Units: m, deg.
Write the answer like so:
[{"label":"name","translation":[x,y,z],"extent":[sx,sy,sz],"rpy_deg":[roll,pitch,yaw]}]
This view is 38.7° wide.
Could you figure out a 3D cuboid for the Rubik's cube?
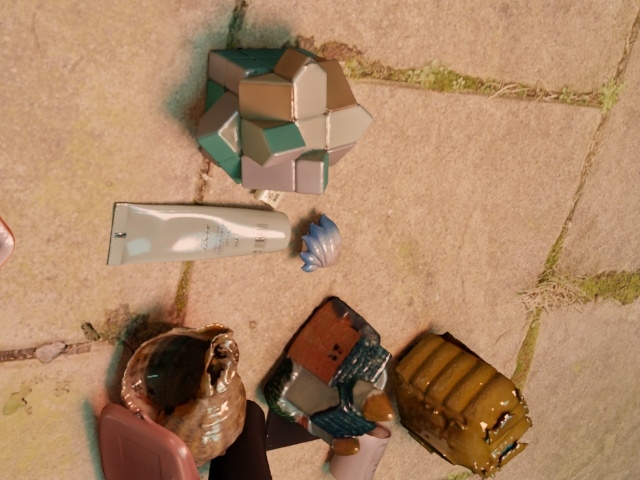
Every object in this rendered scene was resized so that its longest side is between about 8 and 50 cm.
[{"label":"Rubik's cube","translation":[-0.064,-0.191,1.403],"extent":[0.265,0.213,0.225],"rpy_deg":[-10,121,-33]}]

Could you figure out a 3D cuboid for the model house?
[{"label":"model house","translation":[0.059,0.284,1.717],"extent":[0.253,0.291,0.184],"rpy_deg":[-52,125,-5]}]

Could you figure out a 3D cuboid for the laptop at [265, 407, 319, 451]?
[{"label":"laptop","translation":[-0.036,0.367,1.883],"extent":[0.180,0.016,0.129],"rpy_deg":[-4,116,-35]}]

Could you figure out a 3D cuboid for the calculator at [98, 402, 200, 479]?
[{"label":"calculator","translation":[-0.293,0.412,1.568],"extent":[0.048,0.220,0.330],"rpy_deg":[-42,142,-43]}]

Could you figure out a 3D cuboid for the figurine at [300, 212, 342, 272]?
[{"label":"figurine","translation":[0.000,0.000,1.664],"extent":[0.114,0.079,0.114],"rpy_deg":[-21,118,-47]}]

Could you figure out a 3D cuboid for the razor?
[{"label":"razor","translation":[-0.142,0.439,1.625],"extent":[0.107,0.327,0.189],"rpy_deg":[10,115,-14]}]

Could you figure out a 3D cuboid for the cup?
[{"label":"cup","translation":[0.099,0.456,1.981],"extent":[0.136,0.099,0.133],"rpy_deg":[10,107,-40]}]

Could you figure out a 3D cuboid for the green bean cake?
[{"label":"green bean cake","translation":[0.295,0.385,1.949],"extent":[0.202,0.310,0.285],"rpy_deg":[-39,130,-17]}]

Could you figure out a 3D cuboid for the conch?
[{"label":"conch","translation":[-0.215,0.250,1.571],"extent":[0.291,0.210,0.159],"rpy_deg":[-66,167,18]}]

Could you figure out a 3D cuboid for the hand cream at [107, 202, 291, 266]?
[{"label":"hand cream","translation":[-0.192,-0.011,1.521],"extent":[0.320,0.067,0.109],"rpy_deg":[-2,117,-32]}]

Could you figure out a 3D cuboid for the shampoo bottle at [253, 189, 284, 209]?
[{"label":"shampoo bottle","translation":[-0.062,-0.123,1.570],"extent":[0.049,0.034,0.141],"rpy_deg":[30,94,-37]}]

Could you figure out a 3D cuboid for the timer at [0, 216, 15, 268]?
[{"label":"timer","translation":[-0.553,-0.005,1.169],"extent":[0.250,0.161,0.257],"rpy_deg":[-44,134,-21]}]
